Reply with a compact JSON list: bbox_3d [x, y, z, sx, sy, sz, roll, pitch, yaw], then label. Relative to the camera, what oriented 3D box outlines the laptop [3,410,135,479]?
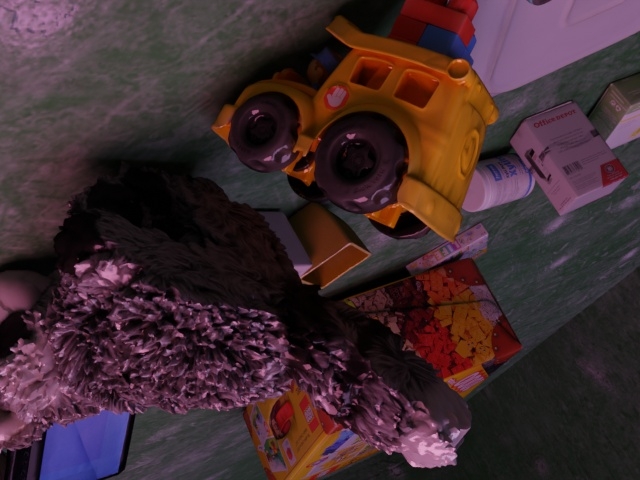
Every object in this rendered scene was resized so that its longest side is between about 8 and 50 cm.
[{"bbox_3d":[-0.299,0.262,0.996,0.137,0.264,0.234,10,108,-13],"label":"laptop"}]

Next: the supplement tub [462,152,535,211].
[{"bbox_3d":[0.251,-0.085,1.177,0.107,0.071,0.071,-17,155,-34],"label":"supplement tub"}]

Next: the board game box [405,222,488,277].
[{"bbox_3d":[0.229,0.034,1.466,0.154,0.026,0.103,-30,158,-1],"label":"board game box"}]

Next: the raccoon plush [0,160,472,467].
[{"bbox_3d":[-0.131,0.147,0.747,0.216,0.446,0.299,-21,147,-58],"label":"raccoon plush"}]

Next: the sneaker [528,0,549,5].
[{"bbox_3d":[0.253,-0.245,0.687,0.166,0.076,0.065,-33,157,7],"label":"sneaker"}]

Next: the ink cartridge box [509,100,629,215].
[{"bbox_3d":[0.348,-0.117,1.145,0.099,0.135,0.056,-22,160,-20],"label":"ink cartridge box"}]

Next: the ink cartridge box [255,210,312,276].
[{"bbox_3d":[-0.133,0.058,0.967,0.148,0.086,0.203,-1,145,-51],"label":"ink cartridge box"}]

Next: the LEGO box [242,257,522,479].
[{"bbox_3d":[0.088,0.270,1.531,0.373,0.193,0.500,-17,157,-22],"label":"LEGO box"}]

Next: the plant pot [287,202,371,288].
[{"bbox_3d":[0.000,0.000,1.017,0.081,0.083,0.081,-35,158,12],"label":"plant pot"}]

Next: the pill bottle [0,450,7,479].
[{"bbox_3d":[-0.472,0.326,1.028,0.152,0.152,0.272,-29,159,-5],"label":"pill bottle"}]

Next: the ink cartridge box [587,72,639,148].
[{"bbox_3d":[0.482,-0.179,1.296,0.171,0.056,0.235,-22,155,-23],"label":"ink cartridge box"}]

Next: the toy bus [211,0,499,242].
[{"bbox_3d":[0.045,-0.126,0.714,0.149,0.220,0.211,22,91,-63],"label":"toy bus"}]

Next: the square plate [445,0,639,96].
[{"bbox_3d":[0.280,-0.278,0.823,0.347,0.049,0.344,-26,159,-12],"label":"square plate"}]
